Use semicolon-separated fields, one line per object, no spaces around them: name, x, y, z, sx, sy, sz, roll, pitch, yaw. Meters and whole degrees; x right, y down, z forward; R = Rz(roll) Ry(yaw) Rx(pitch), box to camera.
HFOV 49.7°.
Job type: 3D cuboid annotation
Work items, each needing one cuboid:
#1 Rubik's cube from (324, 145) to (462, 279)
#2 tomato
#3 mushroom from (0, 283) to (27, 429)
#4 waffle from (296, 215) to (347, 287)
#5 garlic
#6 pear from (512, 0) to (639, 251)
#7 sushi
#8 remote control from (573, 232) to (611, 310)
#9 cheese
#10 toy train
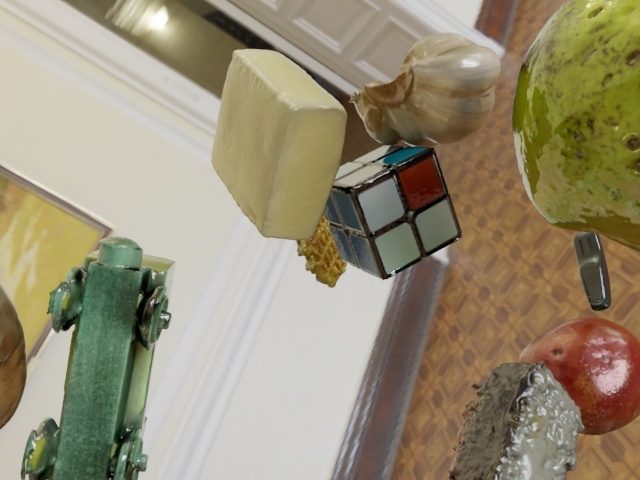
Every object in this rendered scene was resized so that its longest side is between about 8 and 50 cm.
Rubik's cube;0.117;-0.057;1.238;0.180;0.183;0.167;-25;19;-18
tomato;0.704;0.325;1.783;0.143;0.339;0.338;87;-160;-56
mushroom;-0.404;0.103;0.682;0.255;0.255;0.184;-50;-12;32
waffle;-0.003;0.001;1.736;0.060;0.280;0.262;-22;60;23
garlic;0.206;-0.253;1.230;0.203;0.184;0.281;-28;-5;-38
pear;0.451;-0.161;0.957;0.391;0.391;0.391;-53;16;23
sushi;0.362;0.400;1.297;0.182;0.196;0.343;-36;21;58
remote control;0.720;0.077;1.829;0.072;0.042;0.221;-23;61;39
cheese;-0.079;-0.167;1.171;0.265;0.124;0.242;52;130;47
toy train;-0.305;0.187;1.004;0.253;0.160;0.396;-146;66;-83
